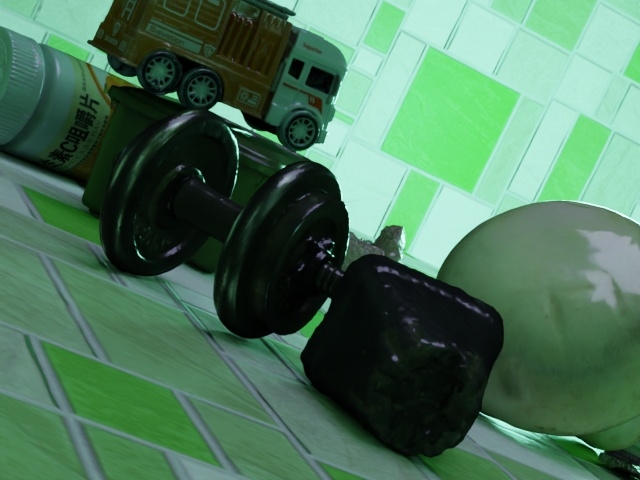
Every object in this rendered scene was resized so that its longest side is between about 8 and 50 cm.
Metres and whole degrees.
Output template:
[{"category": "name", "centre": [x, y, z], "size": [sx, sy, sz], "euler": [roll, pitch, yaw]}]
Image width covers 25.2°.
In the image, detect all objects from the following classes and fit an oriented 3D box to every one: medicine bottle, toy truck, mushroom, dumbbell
[{"category": "medicine bottle", "centre": [-0.341, -0.169, 1.983], "size": [0.318, 0.158, 0.158], "euler": [21, 6, -44]}, {"category": "toy truck", "centre": [-0.113, -0.232, 1.761], "size": [0.305, 0.162, 0.136], "euler": [20, 7, -31]}, {"category": "mushroom", "centre": [0.313, 0.100, 1.710], "size": [0.356, 0.315, 0.315], "euler": [22, 5, -17]}, {"category": "dumbbell", "centre": [-0.095, -0.019, 1.427], "size": [0.290, 0.192, 0.192], "euler": [29, 5, 25]}]

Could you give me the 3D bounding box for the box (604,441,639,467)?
[{"category": "box", "centre": [0.434, 0.278, 1.924], "size": [0.050, 0.041, 0.207], "euler": [25, 3, 26]}]

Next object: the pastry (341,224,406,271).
[{"category": "pastry", "centre": [-0.002, 0.012, 2.164], "size": [0.265, 0.112, 0.103], "euler": [12, 22, -19]}]

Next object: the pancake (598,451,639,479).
[{"category": "pancake", "centre": [0.397, 0.288, 1.711], "size": [0.116, 0.023, 0.129], "euler": [26, 3, -40]}]

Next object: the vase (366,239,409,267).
[{"category": "vase", "centre": [0.104, 0.055, 2.465], "size": [0.081, 0.081, 0.148], "euler": [29, 1, 36]}]

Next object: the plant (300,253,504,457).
[{"category": "plant", "centre": [0.079, 0.103, 1.308], "size": [0.164, 0.142, 0.256], "euler": [24, 8, -12]}]

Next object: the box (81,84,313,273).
[{"category": "box", "centre": [-0.145, -0.068, 1.841], "size": [0.252, 0.178, 0.328], "euler": [25, 6, 14]}]
